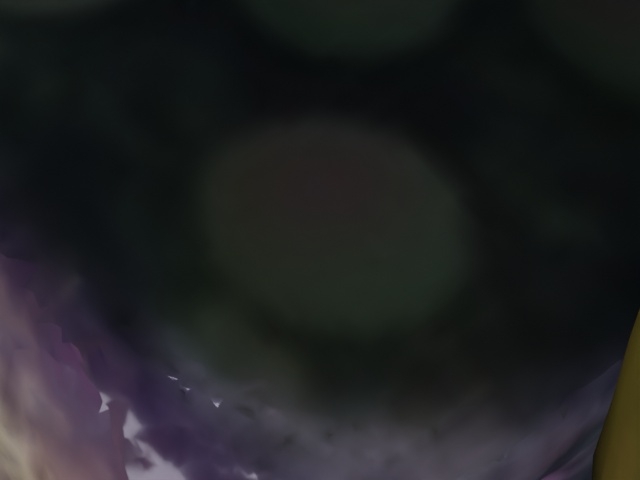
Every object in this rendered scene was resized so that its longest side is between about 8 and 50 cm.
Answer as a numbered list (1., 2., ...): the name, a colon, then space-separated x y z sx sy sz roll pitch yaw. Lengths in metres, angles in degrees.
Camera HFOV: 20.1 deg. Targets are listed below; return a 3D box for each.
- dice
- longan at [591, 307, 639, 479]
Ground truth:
1. dice: -0.017 -0.002 0.587 0.270 0.271 0.270 45 150 18
2. longan: 0.252 0.083 0.333 0.404 0.404 0.436 24 132 19
